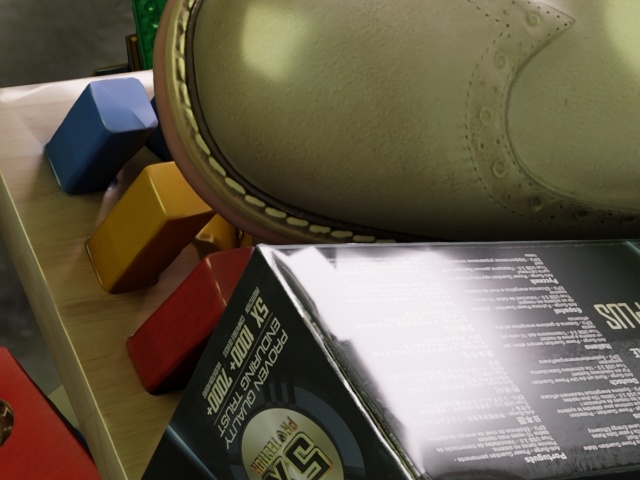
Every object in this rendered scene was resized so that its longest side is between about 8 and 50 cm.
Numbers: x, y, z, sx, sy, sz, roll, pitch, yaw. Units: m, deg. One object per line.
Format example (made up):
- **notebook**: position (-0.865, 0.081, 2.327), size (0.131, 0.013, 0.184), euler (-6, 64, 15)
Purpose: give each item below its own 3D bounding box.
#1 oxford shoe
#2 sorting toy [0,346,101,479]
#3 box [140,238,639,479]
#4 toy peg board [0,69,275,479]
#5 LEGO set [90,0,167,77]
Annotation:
- **oxford shoe**: position (0.152, -0.081, 0.477), size (0.397, 0.146, 0.140), euler (-12, 84, -14)
- **sorting toy**: position (-0.109, 0.182, 0.525), size (0.257, 0.089, 0.255), euler (-39, 54, -7)
- **box**: position (0.046, 0.078, 0.451), size (0.077, 0.180, 0.147), euler (56, 131, 37)
- **toy peg board**: position (0.000, 0.000, 0.531), size (0.161, 0.079, 0.161), euler (-12, 69, -37)
- **LEGO set**: position (-0.165, -0.133, 0.655), size (0.255, 0.331, 0.192), euler (-21, 14, -8)
